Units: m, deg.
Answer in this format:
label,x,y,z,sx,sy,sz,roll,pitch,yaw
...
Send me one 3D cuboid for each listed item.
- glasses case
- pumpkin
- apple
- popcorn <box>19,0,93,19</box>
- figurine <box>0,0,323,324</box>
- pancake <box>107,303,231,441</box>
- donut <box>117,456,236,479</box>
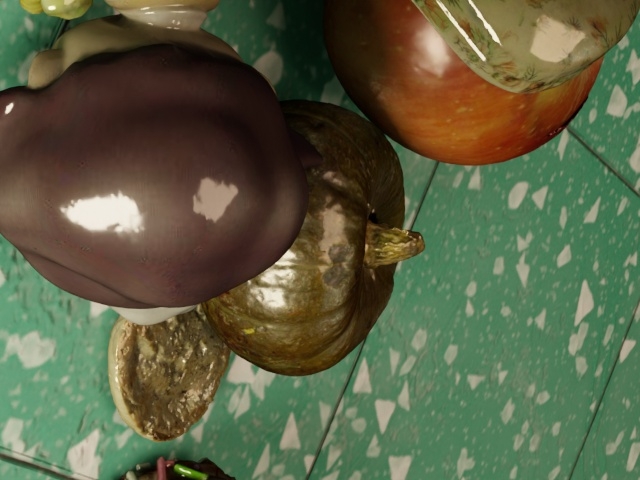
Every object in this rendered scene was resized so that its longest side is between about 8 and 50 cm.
label,x,y,z,sx,sy,sz,roll,pitch,yaw
glasses case,0.059,-0.290,1.212,0.156,0.098,0.425,-38,91,-34
pumpkin,0.000,0.000,1.363,0.219,0.162,0.219,10,90,-76
apple,0.122,-0.191,1.410,0.251,0.206,0.272,51,49,-53
popcorn,-0.187,-0.232,1.021,0.185,0.167,0.187,12,107,-29
figurine,-0.127,-0.128,1.185,0.218,0.206,0.365,-1,84,-51
pancake,-0.113,0.085,1.388,0.151,0.025,0.152,-20,116,-48
donut,-0.121,0.306,1.407,0.269,0.103,0.270,-24,123,-44
